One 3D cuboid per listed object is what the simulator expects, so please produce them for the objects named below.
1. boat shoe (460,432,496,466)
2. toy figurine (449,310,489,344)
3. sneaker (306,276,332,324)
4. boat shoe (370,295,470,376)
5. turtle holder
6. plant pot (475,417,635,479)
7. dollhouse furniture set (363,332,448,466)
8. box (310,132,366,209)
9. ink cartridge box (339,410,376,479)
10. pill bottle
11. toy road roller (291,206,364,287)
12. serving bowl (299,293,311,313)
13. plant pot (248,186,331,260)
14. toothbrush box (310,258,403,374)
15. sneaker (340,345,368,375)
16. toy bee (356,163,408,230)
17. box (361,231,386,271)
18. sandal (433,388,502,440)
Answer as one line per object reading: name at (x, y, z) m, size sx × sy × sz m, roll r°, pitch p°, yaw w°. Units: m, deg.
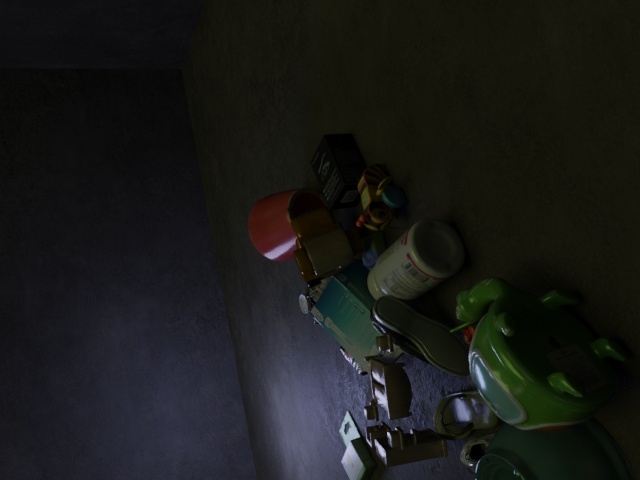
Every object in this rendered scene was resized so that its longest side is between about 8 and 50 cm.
boat shoe at (0.401, 0.544, 1.350) m, size 0.184 × 0.063 × 0.066 m, roll -55°, pitch 49°, yaw 55°
toy figurine at (0.394, 0.258, 1.246) m, size 0.173 × 0.130 × 0.159 m, roll 93°, pitch 152°, yaw -75°
sneaker at (0.002, 0.182, 1.972) m, size 0.105 × 0.115 × 0.281 m, roll 106°, pitch 154°, yaw -64°
boat shoe at (0.266, 0.259, 1.408) m, size 0.302 × 0.114 × 0.091 m, roll 39°, pitch 154°, yaw 14°
turtle holder at (0.388, 0.226, 1.038) m, size 0.320 × 0.243 × 0.227 m, roll 34°, pitch 134°, yaw 15°
plant pot at (0.449, 0.498, 1.086) m, size 0.293 × 0.196 × 0.292 m, roll 31°, pitch 125°, yaw 59°
dollhouse furniture set at (0.227, 0.419, 1.481) m, size 0.303 × 0.174 × 0.355 m, roll 155°, pitch 109°, yaw -79°
box at (0.065, -0.229, 1.753) m, size 0.153 × 0.108 × 0.207 m, roll -57°, pitch 47°, yaw 55°
ink cartridge box at (0.119, 0.804, 2.033) m, size 0.235 × 0.056 × 0.171 m, roll 56°, pitch 145°, yaw 39°
pill bottle at (0.244, 0.071, 1.417) m, size 0.283 × 0.161 × 0.160 m, roll -50°, pitch 53°, yaw 57°
toy road roller at (0.000, 0.000, 1.730) m, size 0.329 × 0.203 × 0.240 m, roll 90°, pitch 157°, yaw -77°
serving bowl at (-0.061, 0.269, 2.265) m, size 0.083 × 0.027 × 0.083 m, roll 32°, pitch 127°, yaw 59°
plant pot at (-0.101, -0.074, 2.001) m, size 0.243 × 0.275 × 0.274 m, roll -20°, pitch 79°, yaw 53°
toothbrush box at (0.138, 0.239, 1.590) m, size 0.295 × 0.126 × 0.216 m, roll 44°, pitch 137°, yaw 17°
sneaker at (0.163, 0.338, 1.762) m, size 0.145 × 0.090 × 0.270 m, roll 51°, pitch 137°, yaw 30°
toy bee at (0.168, -0.100, 1.521) m, size 0.298 × 0.162 × 0.195 m, roll 53°, pitch 141°, yaw 45°
box at (0.178, 0.072, 1.690) m, size 0.109 × 0.043 × 0.178 m, roll -30°, pitch 70°, yaw 63°
sandal at (0.359, 0.451, 1.373) m, size 0.302 × 0.086 × 0.120 m, roll 114°, pitch 141°, yaw -59°
